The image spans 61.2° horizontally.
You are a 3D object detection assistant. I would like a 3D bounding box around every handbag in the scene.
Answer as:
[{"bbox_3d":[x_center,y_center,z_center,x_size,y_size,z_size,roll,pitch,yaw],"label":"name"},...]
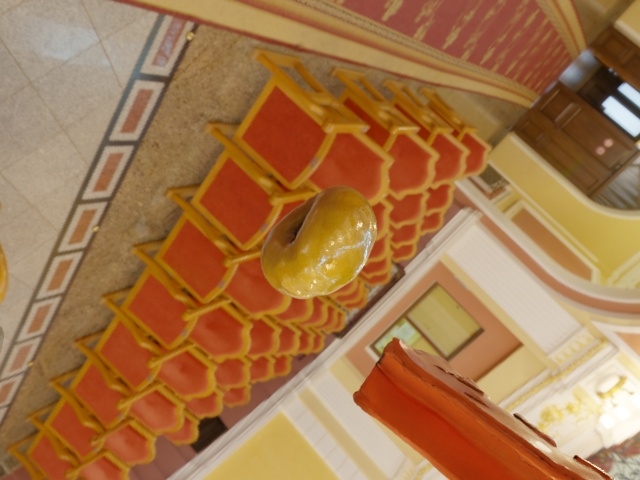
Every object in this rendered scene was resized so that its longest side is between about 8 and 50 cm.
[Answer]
[{"bbox_3d":[0.268,0.303,0.785,0.116,0.410,0.303,-58,147,2],"label":"handbag"}]

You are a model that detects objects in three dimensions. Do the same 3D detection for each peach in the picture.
[{"bbox_3d":[0.000,0.000,0.731,0.179,0.103,0.179,-37,-160,16],"label":"peach"}]

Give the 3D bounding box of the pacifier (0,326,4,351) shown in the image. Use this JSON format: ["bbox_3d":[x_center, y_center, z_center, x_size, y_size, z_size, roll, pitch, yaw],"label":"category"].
[{"bbox_3d":[-0.248,0.207,0.357,0.343,0.269,0.288,-41,-146,22],"label":"pacifier"}]
